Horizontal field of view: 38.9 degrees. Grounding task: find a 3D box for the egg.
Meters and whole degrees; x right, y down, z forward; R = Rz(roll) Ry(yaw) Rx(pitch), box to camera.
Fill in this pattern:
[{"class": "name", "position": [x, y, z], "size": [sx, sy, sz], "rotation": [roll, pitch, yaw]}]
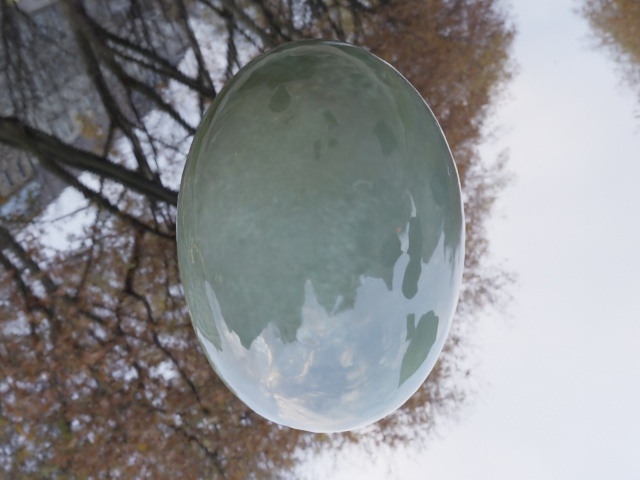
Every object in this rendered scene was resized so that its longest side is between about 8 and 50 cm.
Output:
[{"class": "egg", "position": [0.000, 0.000, 0.810], "size": [0.258, 0.352, 0.258], "rotation": [-6, -163, 2]}]
